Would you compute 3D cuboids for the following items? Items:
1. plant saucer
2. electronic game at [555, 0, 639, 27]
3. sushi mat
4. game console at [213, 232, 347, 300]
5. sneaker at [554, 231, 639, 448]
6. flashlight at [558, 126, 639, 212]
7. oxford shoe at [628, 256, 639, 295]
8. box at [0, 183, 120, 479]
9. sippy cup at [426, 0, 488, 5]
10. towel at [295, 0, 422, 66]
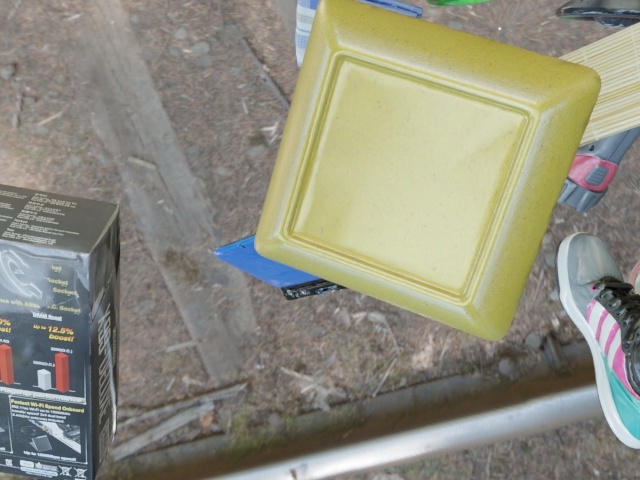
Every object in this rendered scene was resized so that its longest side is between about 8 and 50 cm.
[{"bbox_3d":[0.099,-0.074,0.863,0.333,0.081,0.332,20,107,11],"label":"plant saucer"},{"bbox_3d":[0.562,-0.426,1.444,0.229,0.229,0.048,7,105,11],"label":"electronic game"},{"bbox_3d":[0.409,-0.216,0.977,0.317,0.019,0.151,-20,56,35],"label":"sushi mat"},{"bbox_3d":[0.000,0.000,1.353,0.293,0.250,0.173,-16,110,55],"label":"game console"},{"bbox_3d":[0.410,0.100,0.966,0.178,0.124,0.295,-48,52,57],"label":"sneaker"},{"bbox_3d":[0.464,-0.187,1.192,0.103,0.103,0.304,43,128,25],"label":"flashlight"},{"bbox_3d":[0.644,-0.051,1.186,0.140,0.146,0.397,47,121,2],"label":"oxford shoe"},{"bbox_3d":[-0.317,0.064,0.596,0.308,0.076,0.242,9,123,-1],"label":"box"},{"bbox_3d":[0.265,-0.523,1.236,0.240,0.305,0.224,-3,118,23],"label":"sippy cup"},{"bbox_3d":[0.059,-0.349,1.325,0.209,0.285,0.034,15,76,2],"label":"towel"}]
